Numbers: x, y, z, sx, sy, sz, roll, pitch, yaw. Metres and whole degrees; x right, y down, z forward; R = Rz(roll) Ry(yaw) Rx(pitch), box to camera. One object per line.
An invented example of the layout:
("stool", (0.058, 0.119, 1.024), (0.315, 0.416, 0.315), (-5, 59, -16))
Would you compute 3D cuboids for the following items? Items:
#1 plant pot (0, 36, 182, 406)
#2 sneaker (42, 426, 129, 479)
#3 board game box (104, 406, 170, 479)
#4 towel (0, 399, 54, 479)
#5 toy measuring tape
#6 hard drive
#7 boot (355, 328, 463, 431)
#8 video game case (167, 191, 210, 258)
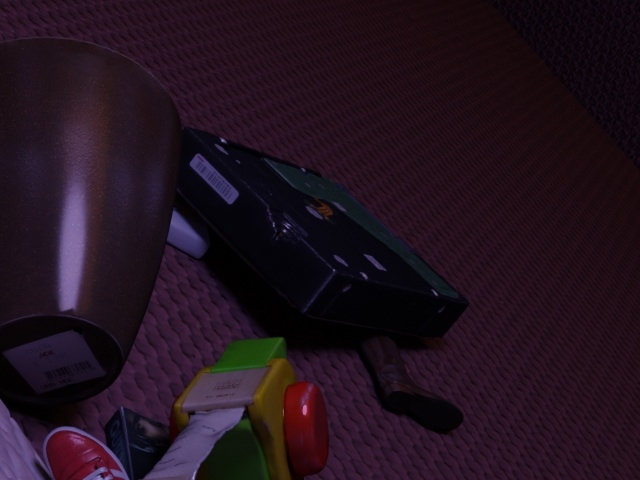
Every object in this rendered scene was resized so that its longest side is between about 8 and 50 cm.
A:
("plant pot", (-0.205, 0.003, 1.146), (0.215, 0.215, 0.230), (25, 38, -33))
("sneaker", (-0.134, 0.170, 0.952), (0.118, 0.042, 0.067), (54, -4, -5))
("board game box", (-0.092, 0.210, 1.114), (0.126, 0.026, 0.186), (28, 23, -29))
("towel", (-0.226, 0.129, 0.866), (0.332, 0.053, 0.317), (52, 0, 25))
("toy measuring tape", (-0.061, 0.159, 1.057), (0.121, 0.121, 0.330), (39, 16, -1))
("hard drive", (0.000, 0.000, 1.600), (0.237, 0.064, 0.339), (44, 14, 25))
("boot", (0.090, 0.141, 1.569), (0.106, 0.037, 0.114), (29, 18, -31))
("video game case", (-0.210, -0.092, 1.551), (0.206, 0.026, 0.227), (30, 22, -25))
